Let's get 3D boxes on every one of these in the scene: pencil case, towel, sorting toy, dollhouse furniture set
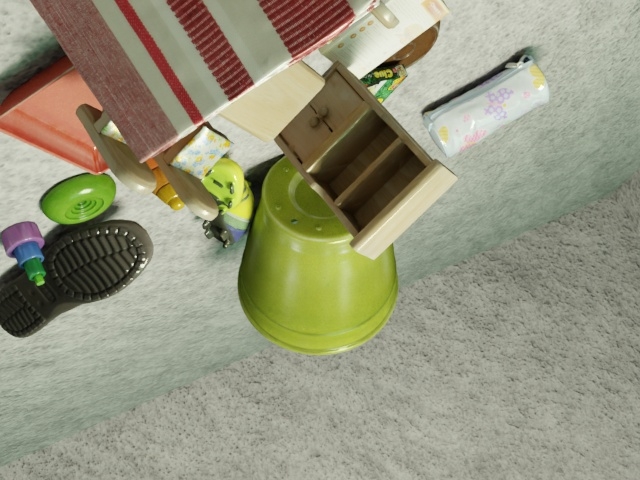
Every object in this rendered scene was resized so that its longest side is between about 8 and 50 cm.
[{"bbox_3d":[0.357,-0.288,1.766,0.273,0.113,0.124,-30,153,7],"label":"pencil case"},{"bbox_3d":[-0.128,-0.268,0.886,0.329,0.237,0.037,-32,-174,10],"label":"towel"},{"bbox_3d":[-0.358,-0.040,1.352,0.365,0.126,0.127,-32,163,9],"label":"sorting toy"},{"bbox_3d":[-0.027,-0.157,1.070,0.362,0.256,0.394,-45,150,13],"label":"dollhouse furniture set"}]

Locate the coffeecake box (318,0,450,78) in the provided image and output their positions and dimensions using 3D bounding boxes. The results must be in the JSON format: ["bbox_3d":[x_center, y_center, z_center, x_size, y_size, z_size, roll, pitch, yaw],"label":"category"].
[{"bbox_3d":[0.089,-0.344,1.260,0.185,0.068,0.142,-34,160,18],"label":"coffeecake box"}]

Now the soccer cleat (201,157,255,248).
[{"bbox_3d":[-0.177,-0.092,1.594,0.121,0.093,0.289,-54,169,-25],"label":"soccer cleat"}]

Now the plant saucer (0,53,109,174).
[{"bbox_3d":[-0.281,-0.204,1.129,0.258,0.048,0.259,-31,164,9],"label":"plant saucer"}]

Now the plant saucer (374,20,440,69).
[{"bbox_3d":[0.141,-0.338,1.428,0.168,0.029,0.168,-26,164,-8],"label":"plant saucer"}]

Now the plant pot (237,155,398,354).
[{"bbox_3d":[0.000,0.000,1.717,0.366,0.366,0.353,-23,151,-16],"label":"plant pot"}]

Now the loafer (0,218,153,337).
[{"bbox_3d":[-0.451,0.051,1.519,0.366,0.134,0.130,-25,-167,22],"label":"loafer"}]

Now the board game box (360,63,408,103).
[{"bbox_3d":[0.044,-0.238,1.515,0.136,0.030,0.260,-20,169,-30],"label":"board game box"}]
